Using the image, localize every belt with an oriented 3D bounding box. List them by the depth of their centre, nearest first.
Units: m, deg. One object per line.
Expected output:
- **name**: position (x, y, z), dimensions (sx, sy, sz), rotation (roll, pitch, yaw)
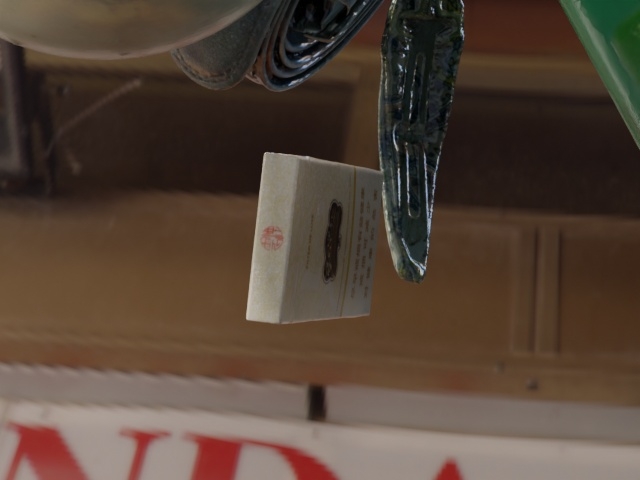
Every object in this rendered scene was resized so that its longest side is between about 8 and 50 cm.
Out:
- **belt**: position (-0.004, -0.213, 1.246), dimensions (0.116, 0.267, 0.206), rotation (35, -8, 14)

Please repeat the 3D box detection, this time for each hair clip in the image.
- **hair clip**: position (0.071, -0.082, 1.316), dimensions (0.066, 0.036, 0.229), rotation (4, -91, -28)

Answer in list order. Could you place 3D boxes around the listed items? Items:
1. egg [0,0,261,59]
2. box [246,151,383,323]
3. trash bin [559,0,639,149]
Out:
- **egg**: position (-0.135, -0.216, 0.952), dimensions (0.230, 0.371, 0.230), rotation (-9, -73, -30)
- **box**: position (0.000, 0.000, 0.993), dimensions (0.024, 0.167, 0.090), rotation (6, -89, 18)
- **trash bin**: position (0.338, -0.088, 1.123), dimensions (0.259, 0.295, 0.381), rotation (-36, -102, 31)
